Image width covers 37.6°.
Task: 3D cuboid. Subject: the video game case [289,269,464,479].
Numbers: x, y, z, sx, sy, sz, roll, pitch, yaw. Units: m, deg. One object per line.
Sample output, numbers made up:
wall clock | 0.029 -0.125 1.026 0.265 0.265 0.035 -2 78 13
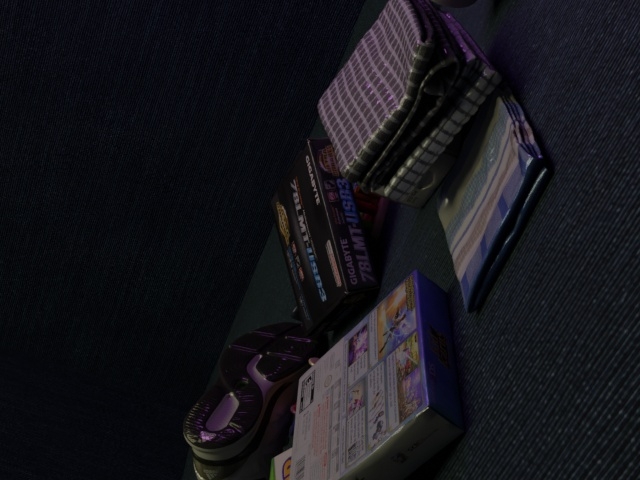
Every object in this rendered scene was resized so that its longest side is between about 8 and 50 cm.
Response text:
video game case | 0.062 0.197 1.149 0.244 0.061 0.269 -46 19 25

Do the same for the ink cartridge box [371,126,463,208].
ink cartridge box | 0.161 -0.184 1.492 0.158 0.092 0.218 121 163 -54

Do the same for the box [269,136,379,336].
box | 0.000 0.000 1.748 0.293 0.073 0.295 128 130 -66

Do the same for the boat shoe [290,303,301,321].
boat shoe | 0.000 0.058 2.006 0.095 0.079 0.254 138 150 -73

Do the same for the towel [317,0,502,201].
towel | 0.106 -0.213 1.320 0.235 0.121 0.283 -52 24 22

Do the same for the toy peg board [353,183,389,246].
toy peg board | 0.075 -0.068 1.815 0.161 0.079 0.160 139 149 -72

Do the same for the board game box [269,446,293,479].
board game box | 0.006 0.313 1.252 0.259 0.039 0.124 -39 32 37

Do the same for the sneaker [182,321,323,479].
sneaker | -0.118 0.352 1.809 0.447 0.169 0.257 -48 -40 -56

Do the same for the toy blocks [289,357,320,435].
toy blocks | -0.019 0.298 1.683 0.123 0.054 0.148 -106 37 -76

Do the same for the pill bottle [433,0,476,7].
pill bottle | 0.245 -0.504 1.379 0.318 0.176 0.176 119 167 -49

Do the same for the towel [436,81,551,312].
towel | 0.203 -0.063 1.162 0.285 0.034 0.209 -89 19 -63
